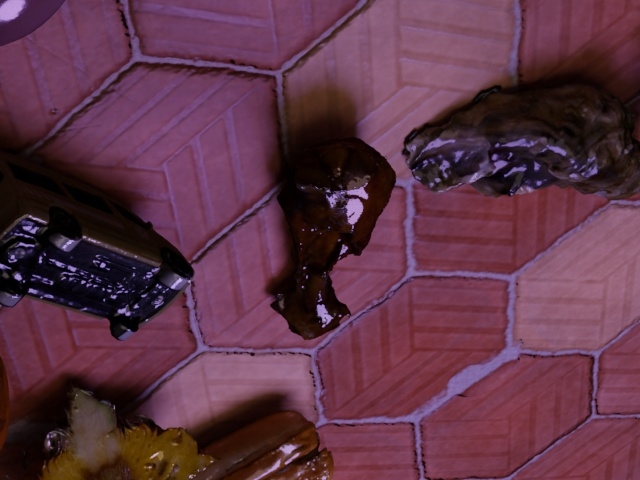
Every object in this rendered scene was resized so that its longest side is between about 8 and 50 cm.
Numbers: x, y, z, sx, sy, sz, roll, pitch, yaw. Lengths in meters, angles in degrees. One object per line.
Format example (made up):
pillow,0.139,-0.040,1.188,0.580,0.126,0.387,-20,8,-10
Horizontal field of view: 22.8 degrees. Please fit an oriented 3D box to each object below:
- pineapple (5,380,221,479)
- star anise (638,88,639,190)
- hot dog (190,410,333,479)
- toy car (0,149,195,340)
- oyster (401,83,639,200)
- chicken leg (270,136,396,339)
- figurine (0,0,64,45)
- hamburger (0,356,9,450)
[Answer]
pineapple,-0.270,0.239,1.763,0.250,0.140,0.164,-34,101,-16
star anise,0.455,-0.128,1.720,0.283,0.129,0.212,11,91,-44
hot dog,-0.148,0.310,1.891,0.337,0.100,0.135,-29,132,0
toy car,-0.235,0.003,1.498,0.101,0.124,0.257,-42,147,17
oyster,0.232,-0.084,1.696,0.294,0.094,0.166,-10,146,-12
chicken leg,0.000,0.000,1.662,0.113,0.093,0.304,5,141,-10
figurine,-0.261,-0.232,1.202,0.173,0.173,0.173,-16,139,-14
hamburger,-0.456,0.193,1.425,0.330,0.330,0.250,0,134,-29
